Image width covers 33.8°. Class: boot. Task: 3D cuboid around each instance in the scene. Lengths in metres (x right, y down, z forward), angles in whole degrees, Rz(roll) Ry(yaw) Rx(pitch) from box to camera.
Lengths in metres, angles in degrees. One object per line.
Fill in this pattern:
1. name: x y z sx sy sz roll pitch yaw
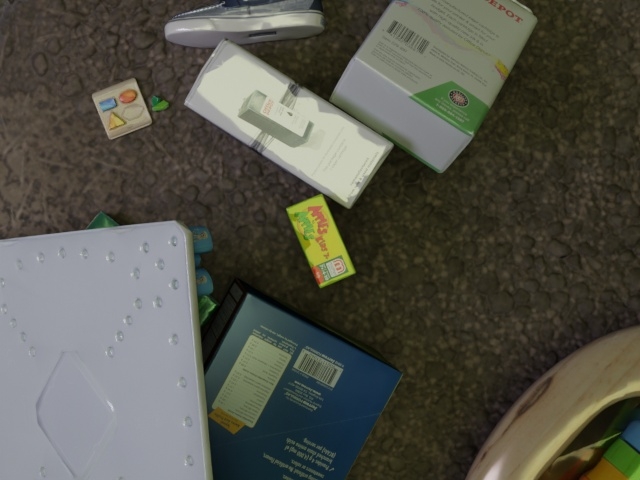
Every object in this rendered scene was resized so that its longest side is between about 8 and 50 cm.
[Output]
1. boot: -0.092 -0.282 1.251 0.190 0.069 0.086 -5 83 -8

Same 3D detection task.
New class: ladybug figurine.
1. ladybug figurine: 0.334 0.275 1.200 0.449 0.162 0.305 -45 90 0

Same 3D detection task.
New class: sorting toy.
1. sorting toy: -0.228 -0.164 1.271 0.083 0.012 0.062 -21 90 0

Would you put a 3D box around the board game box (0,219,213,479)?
1. board game box: -0.248 0.185 1.140 0.390 0.050 0.389 -5 90 39

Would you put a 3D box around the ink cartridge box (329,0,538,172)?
1. ink cartridge box: 0.131 -0.205 1.188 0.154 0.093 0.212 32 58 -1

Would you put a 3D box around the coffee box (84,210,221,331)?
1. coffee box: -0.223 0.063 1.257 0.184 0.040 0.113 37 88 -1

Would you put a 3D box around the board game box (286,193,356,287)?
1. board game box: 0.000 0.000 1.188 0.043 0.181 0.092 -24 90 0

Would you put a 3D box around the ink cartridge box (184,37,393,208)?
1. ink cartridge box: -0.034 -0.128 1.199 0.218 0.158 0.092 34 92 0

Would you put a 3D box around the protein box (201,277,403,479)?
1. protein box: -0.051 0.182 1.195 0.200 0.136 0.201 28 90 -11
